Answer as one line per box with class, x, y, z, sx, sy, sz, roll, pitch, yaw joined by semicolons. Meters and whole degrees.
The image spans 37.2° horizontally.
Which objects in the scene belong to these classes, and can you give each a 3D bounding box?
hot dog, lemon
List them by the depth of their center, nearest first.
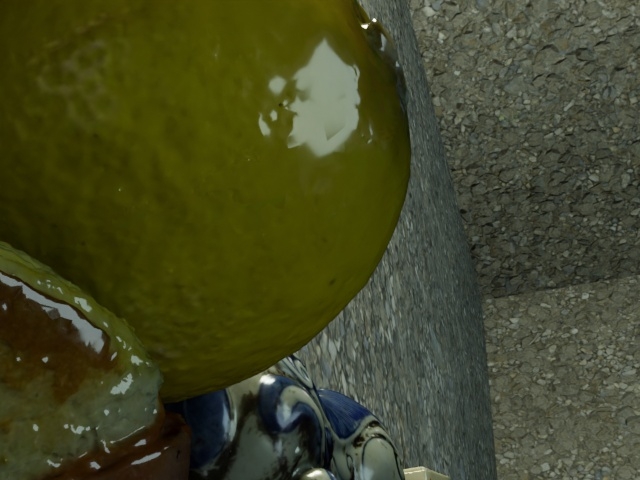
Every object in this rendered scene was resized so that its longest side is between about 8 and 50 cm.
hot dog;-0.110;0.110;0.351;0.093;0.123;0.262;-148;-123;-60
lemon;-0.065;-0.047;0.436;0.240;0.219;0.241;-13;90;-73

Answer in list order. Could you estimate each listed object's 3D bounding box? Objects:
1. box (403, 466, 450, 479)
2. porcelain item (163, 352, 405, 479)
box;0.108;0.380;1.105;0.168;0.095;0.212;41;40;-65
porcelain item;-0.041;0.130;0.635;0.288;0.138;0.186;50;15;-56
